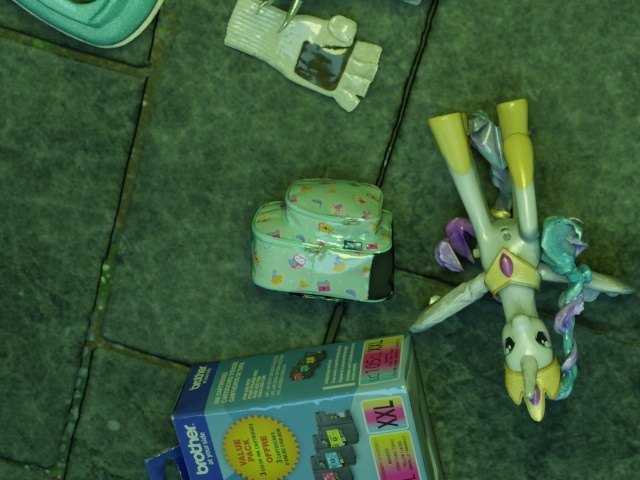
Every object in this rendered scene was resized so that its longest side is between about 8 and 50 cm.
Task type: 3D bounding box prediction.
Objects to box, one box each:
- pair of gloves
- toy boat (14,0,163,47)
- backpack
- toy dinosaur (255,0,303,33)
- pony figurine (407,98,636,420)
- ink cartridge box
[{"bbox_3d":[0.010,-0.299,1.664,0.204,0.042,0.240,28,114,-6],"label":"pair of gloves"},{"bbox_3d":[-0.279,-0.396,1.597,0.267,0.148,0.318,33,115,-8],"label":"toy boat"},{"bbox_3d":[0.000,0.000,1.735,0.188,0.166,0.144,-2,113,5],"label":"backpack"},{"bbox_3d":[0.084,-0.341,1.578,0.313,0.121,0.160,0,138,-11],"label":"toy dinosaur"},{"bbox_3d":[0.228,0.016,1.649,0.303,0.351,0.363,-12,94,9],"label":"pony figurine"},{"bbox_3d":[-0.040,0.304,1.894,0.395,0.151,0.270,-9,113,13],"label":"ink cartridge box"}]
